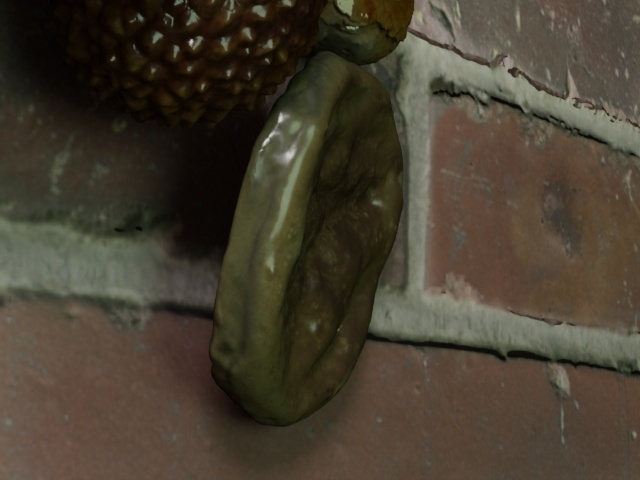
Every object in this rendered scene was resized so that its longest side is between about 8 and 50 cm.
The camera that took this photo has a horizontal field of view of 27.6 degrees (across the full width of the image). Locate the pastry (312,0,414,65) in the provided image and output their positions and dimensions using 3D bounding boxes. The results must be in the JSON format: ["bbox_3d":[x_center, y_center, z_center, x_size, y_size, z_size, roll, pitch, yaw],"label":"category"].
[{"bbox_3d":[0.021,-0.219,1.077,0.153,0.081,0.153,12,73,-45],"label":"pastry"}]

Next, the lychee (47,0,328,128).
[{"bbox_3d":[-0.080,-0.184,0.874,0.238,0.200,0.200,-49,121,-36],"label":"lychee"}]

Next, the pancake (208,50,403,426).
[{"bbox_3d":[0.000,0.000,0.987,0.294,0.050,0.294,13,90,-68],"label":"pancake"}]
